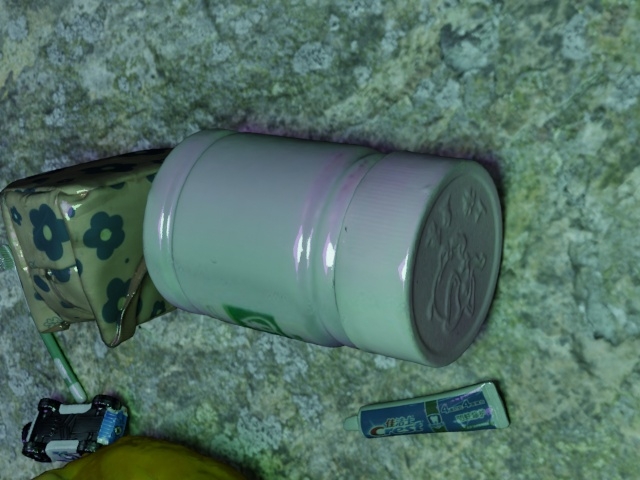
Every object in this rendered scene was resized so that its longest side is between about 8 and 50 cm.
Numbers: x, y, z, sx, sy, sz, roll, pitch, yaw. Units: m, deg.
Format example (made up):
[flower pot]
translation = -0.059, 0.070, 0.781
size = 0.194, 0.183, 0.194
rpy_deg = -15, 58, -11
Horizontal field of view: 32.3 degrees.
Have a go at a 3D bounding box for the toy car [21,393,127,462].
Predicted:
[toy car]
translation = -0.326, 0.255, 1.463
size = 0.171, 0.070, 0.080
rpy_deg = -9, 54, 33

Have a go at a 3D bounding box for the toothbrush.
[toothbrush]
translation = -0.387, 0.114, 1.527
size = 0.018, 0.024, 0.257
rpy_deg = -40, 75, 30

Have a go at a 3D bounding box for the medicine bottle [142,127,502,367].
[medicine bottle]
translation = 0.000, 0.000, 1.144
size = 0.325, 0.212, 0.212
rpy_deg = 9, 100, 33

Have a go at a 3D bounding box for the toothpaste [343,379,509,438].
[toothpaste]
translation = 0.108, 0.189, 1.199
size = 0.197, 0.035, 0.057
rpy_deg = -14, 104, 33

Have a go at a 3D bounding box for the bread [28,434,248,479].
[bread]
translation = -0.198, 0.435, 1.310
size = 0.361, 0.250, 0.394
rpy_deg = 13, 99, 29

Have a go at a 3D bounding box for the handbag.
[handbag]
translation = -0.226, 0.002, 1.280
size = 0.190, 0.251, 0.193
rpy_deg = 1, 105, 40
